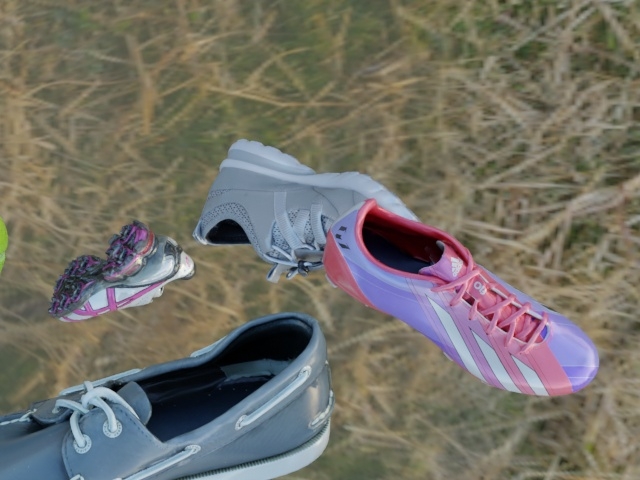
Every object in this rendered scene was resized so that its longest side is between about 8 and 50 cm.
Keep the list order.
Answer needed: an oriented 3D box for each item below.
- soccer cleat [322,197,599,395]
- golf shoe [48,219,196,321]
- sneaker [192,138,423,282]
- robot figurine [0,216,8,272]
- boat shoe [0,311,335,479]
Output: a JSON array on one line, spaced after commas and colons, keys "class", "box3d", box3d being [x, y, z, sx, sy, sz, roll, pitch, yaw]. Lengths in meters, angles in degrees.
[{"class": "soccer cleat", "box3d": [0.117, 0.048, 1.268, 0.248, 0.095, 0.083, 28, 61, -1]}, {"class": "golf shoe", "box3d": [-0.204, 0.048, 1.595, 0.086, 0.186, 0.067, 31, 51, -30]}, {"class": "sneaker", "box3d": [0.000, 0.000, 1.450, 0.115, 0.281, 0.105, -57, 135, -14]}, {"class": "robot figurine", "box3d": [-0.244, 0.020, 1.036, 0.067, 0.101, 0.115, 18, 108, -7]}, {"class": "boat shoe", "box3d": [-0.134, 0.116, 1.010, 0.319, 0.116, 0.099, -12, 131, -27]}]
